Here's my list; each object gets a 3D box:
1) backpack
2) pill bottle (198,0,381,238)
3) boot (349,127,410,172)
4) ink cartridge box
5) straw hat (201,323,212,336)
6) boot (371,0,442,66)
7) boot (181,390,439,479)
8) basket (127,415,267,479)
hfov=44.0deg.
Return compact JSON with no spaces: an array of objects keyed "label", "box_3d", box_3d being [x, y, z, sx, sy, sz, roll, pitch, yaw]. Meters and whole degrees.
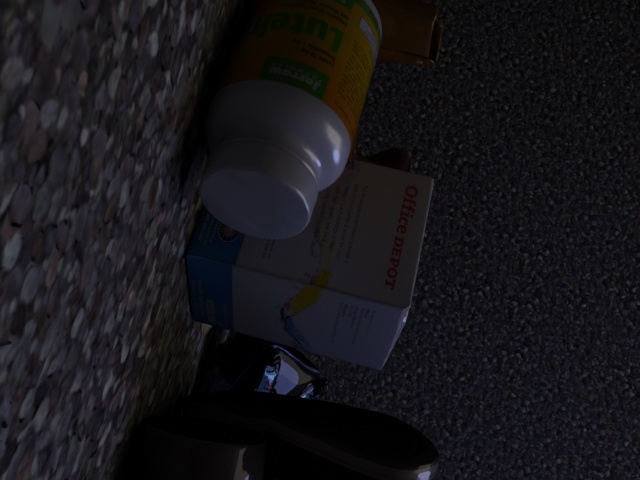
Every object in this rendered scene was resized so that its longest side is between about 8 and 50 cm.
[{"label":"backpack","box_3d":[-0.100,0.215,1.120,0.173,0.117,0.158,-50,134,-1]},{"label":"pill bottle","box_3d":[-0.030,-0.129,0.748,0.136,0.136,0.245,101,4,-57]},{"label":"boot","box_3d":[0.054,-0.176,1.380,0.264,0.096,0.280,-27,138,-20]},{"label":"ink cartridge box","box_3d":[-0.010,0.015,0.891,0.168,0.233,0.171,100,6,-58]},{"label":"straw hat","box_3d":[-0.105,0.063,1.033,0.144,0.061,0.144,15,90,-87]},{"label":"boot","box_3d":[0.070,-0.290,1.186,0.295,0.211,0.104,88,17,-82]},{"label":"boot","box_3d":[-0.032,0.327,0.885,0.138,0.377,0.284,6,86,-47]},{"label":"basket","box_3d":[-0.136,0.301,0.789,0.204,0.154,0.226,30,70,-78]}]
